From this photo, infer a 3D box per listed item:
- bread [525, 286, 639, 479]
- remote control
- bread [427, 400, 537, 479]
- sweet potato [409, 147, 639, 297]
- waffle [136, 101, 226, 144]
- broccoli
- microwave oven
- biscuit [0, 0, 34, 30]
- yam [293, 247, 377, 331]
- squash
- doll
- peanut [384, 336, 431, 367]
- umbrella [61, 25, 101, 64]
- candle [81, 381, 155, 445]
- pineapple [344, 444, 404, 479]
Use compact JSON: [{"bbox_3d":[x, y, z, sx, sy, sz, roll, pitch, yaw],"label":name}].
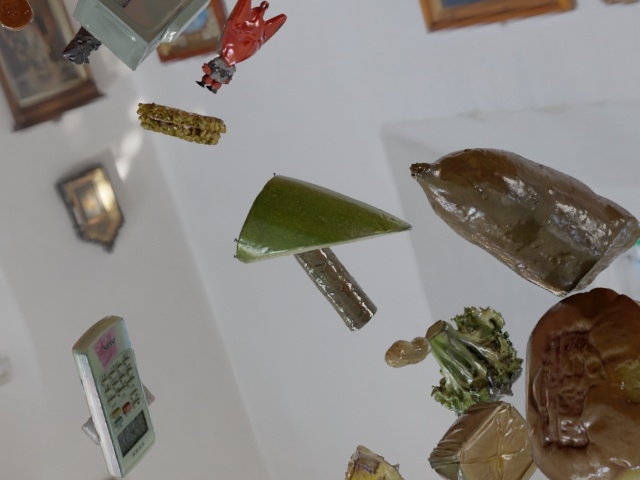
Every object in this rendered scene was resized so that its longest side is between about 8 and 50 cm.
[{"bbox_3d":[0.379,0.200,1.479,0.148,0.269,0.270,12,-179,-31],"label":"bread"},{"bbox_3d":[-0.436,0.331,2.388,0.050,0.343,0.145,5,-149,27],"label":"remote control"},{"bbox_3d":[0.351,0.459,2.382,0.210,0.192,0.110,-46,-163,-24],"label":"bread"},{"bbox_3d":[0.276,-0.040,1.538,0.157,0.370,0.157,-54,-162,25],"label":"sweet potato"},{"bbox_3d":[-0.313,-0.258,2.493,0.193,0.070,0.197,16,-175,26],"label":"waffle"},{"bbox_3d":[0.348,0.267,2.600,0.263,0.243,0.247,-54,-153,-6],"label":"broccoli"},{"bbox_3d":[-0.290,-0.414,1.889,0.208,0.162,0.122,-51,-173,-25],"label":"microwave oven"},{"bbox_3d":[-0.599,-0.442,2.161,0.078,0.091,0.015,-28,164,-13],"label":"biscuit"},{"bbox_3d":[0.032,0.097,2.732,0.093,0.259,0.093,-38,-178,1],"label":"yam"},{"bbox_3d":[0.000,0.000,2.104,0.289,0.203,0.111,24,180,9],"label":"squash"},{"bbox_3d":[-0.132,-0.308,1.773,0.057,0.169,0.109,38,-171,35],"label":"doll"},{"bbox_3d":[0.167,0.211,2.128,0.113,0.053,0.054,-11,-170,-38],"label":"peanut"},{"bbox_3d":[-0.460,-0.467,2.361,0.224,0.071,0.080,-57,-177,15],"label":"umbrella"},{"bbox_3d":[-0.464,0.397,2.590,0.168,0.068,0.192,-42,175,2],"label":"candle"},{"bbox_3d":[0.100,0.416,2.041,0.114,0.077,0.114,9,-144,6],"label":"pineapple"}]
